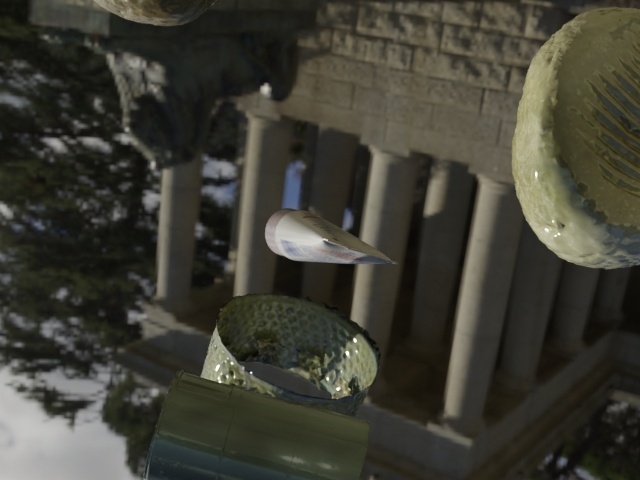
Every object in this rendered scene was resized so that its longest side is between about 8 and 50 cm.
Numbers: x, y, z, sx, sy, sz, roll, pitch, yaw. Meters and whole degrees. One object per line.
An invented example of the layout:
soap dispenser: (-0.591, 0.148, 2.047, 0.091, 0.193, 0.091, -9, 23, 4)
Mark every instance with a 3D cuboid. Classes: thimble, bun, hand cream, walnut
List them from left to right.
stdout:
walnut: (-0.281, -0.470, 1.670, 0.282, 0.227, 0.283, 18, 160, 7)
thimble: (-0.051, 0.214, 1.607, 0.270, 0.150, 0.271, 16, -152, -9)
hand cream: (0.000, 0.000, 1.609, 0.133, 0.083, 0.248, 16, 179, -33)
bun: (0.392, -0.121, 1.300, 0.349, 0.353, 0.227, 30, 166, -14)

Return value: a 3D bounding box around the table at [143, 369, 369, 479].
table: (-0.068, 0.228, 1.106, 0.219, 0.126, 0.126, 16, -162, 0)
